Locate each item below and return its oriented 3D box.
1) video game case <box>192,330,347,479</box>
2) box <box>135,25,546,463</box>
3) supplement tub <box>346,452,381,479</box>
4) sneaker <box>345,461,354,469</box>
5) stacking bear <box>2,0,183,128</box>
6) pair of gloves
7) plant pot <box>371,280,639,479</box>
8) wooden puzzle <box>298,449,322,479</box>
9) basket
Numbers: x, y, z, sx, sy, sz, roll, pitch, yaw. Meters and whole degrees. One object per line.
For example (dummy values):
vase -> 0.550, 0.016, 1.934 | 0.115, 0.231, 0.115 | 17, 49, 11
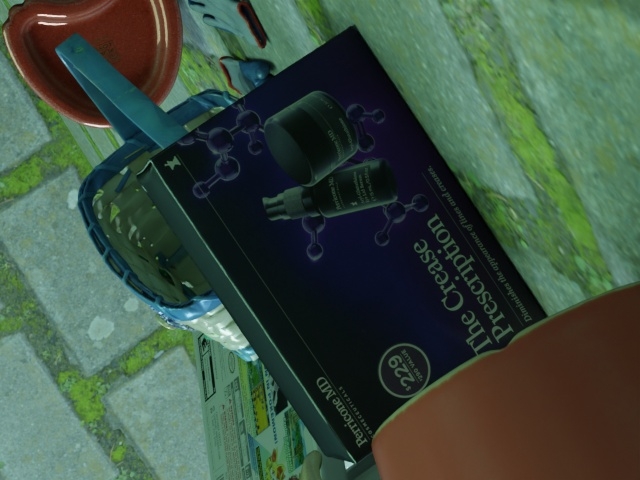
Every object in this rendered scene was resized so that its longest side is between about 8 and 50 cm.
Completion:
video game case -> -0.063, 0.197, 1.692 | 0.300, 0.036, 0.329 | -45, 49, 55
box -> 0.014, 0.005, 1.095 | 0.261, 0.184, 0.103 | 56, 169, -4
supplement tub -> 0.119, 0.369, 1.672 | 0.272, 0.191, 0.191 | 55, 169, 2
sneaker -> 0.013, 0.162, 1.818 | 0.297, 0.111, 0.129 | 54, 152, -7
stacking bear -> -0.254, -0.241, 1.606 | 0.289, 0.175, 0.164 | -126, 14, -61
pair of gloves -> -0.077, -0.177, 1.363 | 0.159, 0.023, 0.198 | 39, 161, 55
plant pot -> 0.166, 0.172, 0.812 | 0.243, 0.275, 0.275 | 61, 171, 16
wooden puzzle -> 0.084, 0.384, 1.407 | 0.348, 0.080, 0.322 | 52, 157, 21
basket -> -0.111, -0.040, 1.326 | 0.255, 0.201, 0.289 | 44, 167, 45
